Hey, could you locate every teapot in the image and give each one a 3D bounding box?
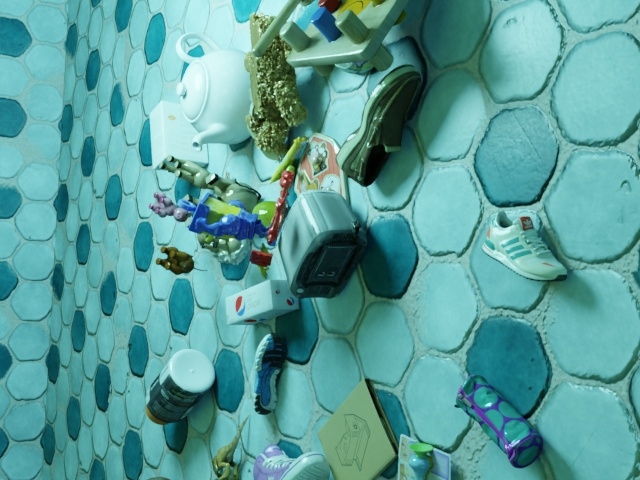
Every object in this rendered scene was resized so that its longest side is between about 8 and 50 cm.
[{"bbox_3d":[-0.267,-0.366,1.956,0.256,0.187,0.252,37,117,52],"label":"teapot"}]

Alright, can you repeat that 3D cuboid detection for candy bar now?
[{"bbox_3d":[-0.073,-0.177,1.776,0.018,0.040,0.161,50,136,12],"label":"candy bar"}]

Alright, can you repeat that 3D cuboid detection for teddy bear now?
[{"bbox_3d":[-0.099,-0.338,1.770,0.245,0.113,0.337,-136,43,-61],"label":"teddy bear"}]

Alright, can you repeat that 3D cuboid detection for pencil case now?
[{"bbox_3d":[0.269,0.275,1.208,0.151,0.070,0.064,46,123,47],"label":"pencil case"}]

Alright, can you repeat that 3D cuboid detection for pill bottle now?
[{"bbox_3d":[-0.384,0.401,2.106,0.245,0.131,0.130,-50,48,41],"label":"pill bottle"}]

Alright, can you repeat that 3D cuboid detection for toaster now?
[{"bbox_3d":[0.000,0.000,1.576,0.146,0.129,0.227,65,144,39],"label":"toaster"}]

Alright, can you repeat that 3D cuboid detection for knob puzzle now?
[{"bbox_3d":[-0.009,-0.141,1.694,0.213,0.030,0.213,-8,80,56],"label":"knob puzzle"}]

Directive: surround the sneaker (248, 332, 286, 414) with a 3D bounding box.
[{"bbox_3d":[-0.134,0.295,1.805,0.083,0.071,0.190,32,113,59],"label":"sneaker"}]

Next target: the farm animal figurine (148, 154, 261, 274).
[{"bbox_3d":[-0.271,-0.071,1.971,0.327,0.172,0.330,-17,65,41],"label":"farm animal figurine"}]

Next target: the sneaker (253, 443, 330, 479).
[{"bbox_3d":[-0.079,0.484,1.671,0.282,0.102,0.161,-58,39,40],"label":"sneaker"}]

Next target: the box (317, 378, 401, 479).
[{"bbox_3d":[0.070,0.391,1.535,0.201,0.021,0.164,-56,44,37],"label":"box"}]

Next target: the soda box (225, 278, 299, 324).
[{"bbox_3d":[-0.136,0.144,1.814,0.216,0.074,0.069,-25,67,52],"label":"soda box"}]

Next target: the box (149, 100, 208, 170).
[{"bbox_3d":[-0.390,-0.282,2.180,0.091,0.130,0.170,-28,64,52],"label":"box"}]

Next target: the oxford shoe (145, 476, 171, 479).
[{"bbox_3d":[-0.394,0.772,2.099,0.348,0.123,0.130,43,127,50],"label":"oxford shoe"}]

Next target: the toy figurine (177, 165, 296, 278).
[{"bbox_3d":[-0.181,-0.075,1.644,0.362,0.217,0.191,-86,11,-73],"label":"toy figurine"}]

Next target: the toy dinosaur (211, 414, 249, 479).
[{"bbox_3d":[-0.228,0.524,1.925,0.211,0.064,0.112,-52,46,40],"label":"toy dinosaur"}]

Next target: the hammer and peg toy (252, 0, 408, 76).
[{"bbox_3d":[0.040,-0.423,1.482,0.361,0.127,0.266,11,66,55],"label":"hammer and peg toy"}]

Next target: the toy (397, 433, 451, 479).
[{"bbox_3d":[0.160,0.469,1.364,0.137,0.056,0.237,7,92,57],"label":"toy"}]

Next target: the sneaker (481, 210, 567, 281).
[{"bbox_3d":[0.307,0.006,1.188,0.161,0.057,0.075,37,122,54],"label":"sneaker"}]

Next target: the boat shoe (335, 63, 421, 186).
[{"bbox_3d":[0.125,-0.203,1.464,0.095,0.095,0.257,55,138,24],"label":"boat shoe"}]

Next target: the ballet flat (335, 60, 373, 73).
[{"bbox_3d":[0.033,-0.386,1.610,0.221,0.079,0.076,30,112,53],"label":"ballet flat"}]
